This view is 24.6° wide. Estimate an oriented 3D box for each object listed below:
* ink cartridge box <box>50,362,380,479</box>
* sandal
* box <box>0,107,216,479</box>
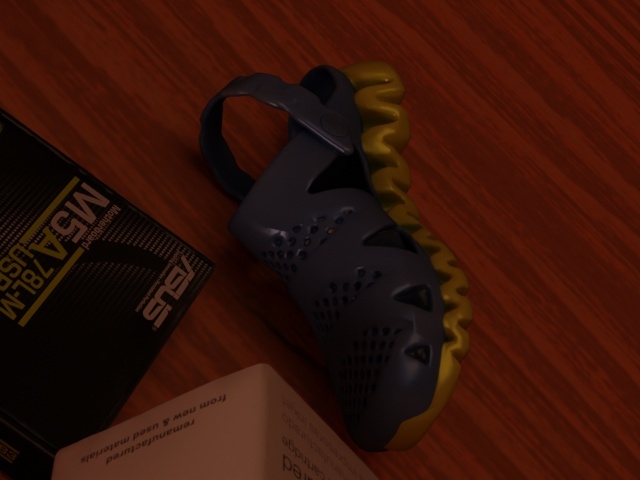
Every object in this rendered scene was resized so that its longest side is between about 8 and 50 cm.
[{"bbox_3d":[-0.017,0.242,0.616,0.226,0.131,0.306,50,24,-35],"label":"ink cartridge box"},{"bbox_3d":[0.000,0.000,0.941,0.138,0.126,0.317,10,41,-27],"label":"sandal"},{"bbox_3d":[-0.175,0.025,0.831,0.184,0.045,0.191,35,41,-3],"label":"box"}]
